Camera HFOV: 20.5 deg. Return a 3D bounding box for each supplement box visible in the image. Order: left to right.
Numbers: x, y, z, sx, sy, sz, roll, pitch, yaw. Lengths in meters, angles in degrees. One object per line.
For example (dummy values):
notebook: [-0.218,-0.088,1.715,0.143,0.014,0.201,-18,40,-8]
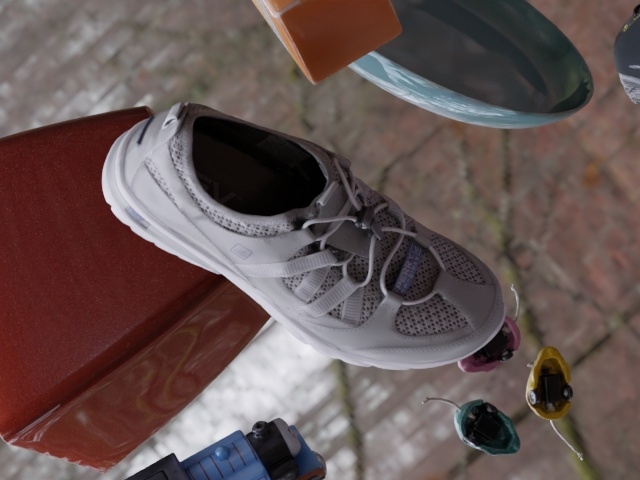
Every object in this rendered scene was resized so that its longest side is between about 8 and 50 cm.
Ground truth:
supplement box: [-0.031,-0.213,1.228,0.233,0.078,0.080,58,179,40]

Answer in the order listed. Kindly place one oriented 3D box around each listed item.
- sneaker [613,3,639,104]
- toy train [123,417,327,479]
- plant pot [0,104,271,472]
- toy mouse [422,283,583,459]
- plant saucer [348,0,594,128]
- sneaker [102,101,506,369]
sneaker: [0.289,-0.204,1.401,0.083,0.222,0.118,-7,-164,-37]
toy train: [-0.083,0.219,1.511,0.080,0.184,0.105,53,168,47]
plant pot: [-0.195,0.027,1.617,0.267,0.235,0.267,61,-176,18]
toy mouse: [0.143,0.122,1.487,0.031,0.143,0.161,-175,75,-66]
plant saucer: [0.096,-0.190,1.583,0.317,0.044,0.317,21,-151,-12]
sneaker: [0.000,0.000,1.126,0.281,0.105,0.115,23,156,-15]
